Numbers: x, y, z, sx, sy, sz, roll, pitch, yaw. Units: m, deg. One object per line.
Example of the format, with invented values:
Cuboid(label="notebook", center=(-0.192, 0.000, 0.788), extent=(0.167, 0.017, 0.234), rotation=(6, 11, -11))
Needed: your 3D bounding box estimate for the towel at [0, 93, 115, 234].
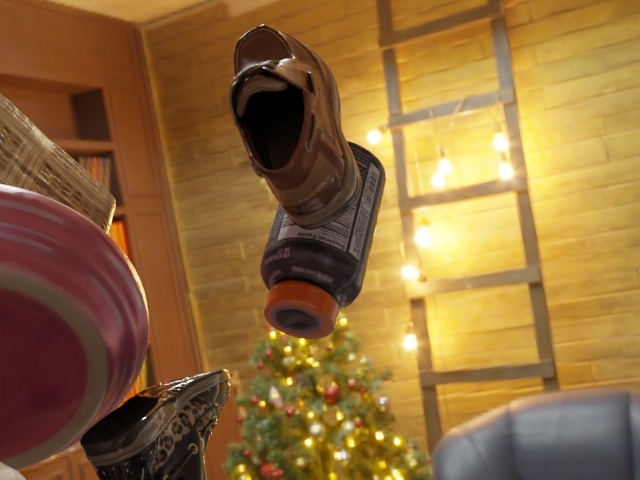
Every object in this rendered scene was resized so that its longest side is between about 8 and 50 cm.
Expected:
Cuboid(label="towel", center=(-0.393, -0.088, 0.995), extent=(0.056, 0.324, 0.312), rotation=(-39, 23, 10))

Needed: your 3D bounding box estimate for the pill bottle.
Cuboid(label="pill bottle", center=(0.000, 0.000, 1.024), extent=(0.131, 0.245, 0.130), rotation=(11, -34, 7))

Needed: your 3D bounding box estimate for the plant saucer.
Cuboid(label="plant saucer", center=(-0.330, 0.107, 0.769), extent=(0.332, 0.332, 0.084), rotation=(-10, 32, -11))

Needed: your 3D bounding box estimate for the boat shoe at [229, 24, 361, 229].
Cuboid(label="boat shoe", center=(-0.045, -0.160, 0.946), extent=(0.123, 0.324, 0.116), rotation=(-35, -42, 13))

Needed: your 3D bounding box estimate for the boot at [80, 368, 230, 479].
Cuboid(label="boot", center=(-0.129, 0.228, 0.774), extent=(0.085, 0.178, 0.236), rotation=(-18, 1, 15))

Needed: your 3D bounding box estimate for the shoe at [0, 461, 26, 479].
Cuboid(label="shoe", center=(-0.211, 0.092, 0.288), extent=(0.219, 0.058, 0.076), rotation=(-3, 20, 7))
